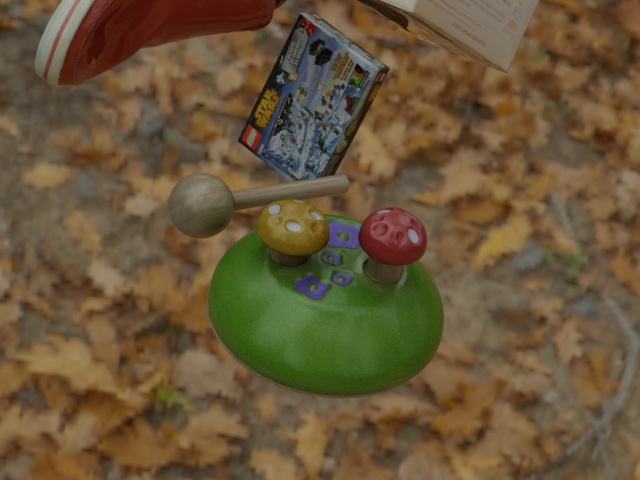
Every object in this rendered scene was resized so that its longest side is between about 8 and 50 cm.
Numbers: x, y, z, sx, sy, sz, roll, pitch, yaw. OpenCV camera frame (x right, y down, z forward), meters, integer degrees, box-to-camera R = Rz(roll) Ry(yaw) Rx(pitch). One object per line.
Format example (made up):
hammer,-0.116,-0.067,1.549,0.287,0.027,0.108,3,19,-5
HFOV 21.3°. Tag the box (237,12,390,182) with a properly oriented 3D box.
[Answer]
box,-0.008,-0.119,1.504,0.094,0.137,0.027,40,27,23

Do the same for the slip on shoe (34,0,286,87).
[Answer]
slip on shoe,-0.083,-0.210,1.361,0.331,0.123,0.101,-33,74,-26

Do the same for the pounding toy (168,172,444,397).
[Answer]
pounding toy,0.000,0.000,1.295,0.183,0.110,0.237,-11,45,-25

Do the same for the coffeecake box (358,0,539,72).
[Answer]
coffeecake box,0.090,-0.202,0.934,0.068,0.185,0.142,26,4,28
